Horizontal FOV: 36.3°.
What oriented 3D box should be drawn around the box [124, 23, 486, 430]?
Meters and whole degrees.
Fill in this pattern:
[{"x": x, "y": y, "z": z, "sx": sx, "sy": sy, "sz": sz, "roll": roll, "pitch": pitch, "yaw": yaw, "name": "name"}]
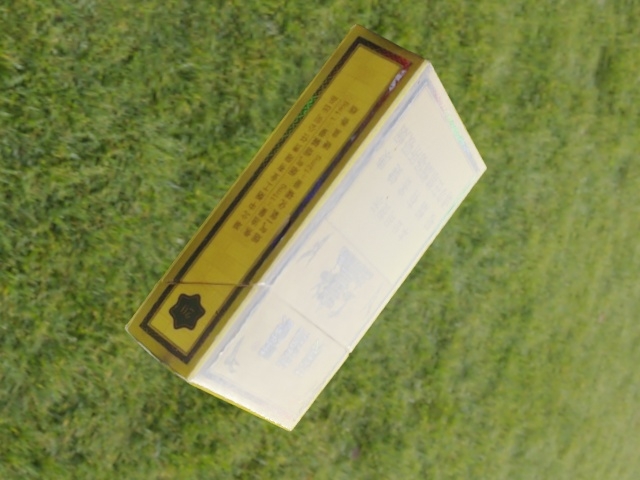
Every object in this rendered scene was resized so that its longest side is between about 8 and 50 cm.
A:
[{"x": 0.000, "y": 0.000, "z": 0.813, "sx": 0.301, "sy": 0.084, "sz": 0.193, "roll": -53, "pitch": 148, "yaw": -4, "name": "box"}]
